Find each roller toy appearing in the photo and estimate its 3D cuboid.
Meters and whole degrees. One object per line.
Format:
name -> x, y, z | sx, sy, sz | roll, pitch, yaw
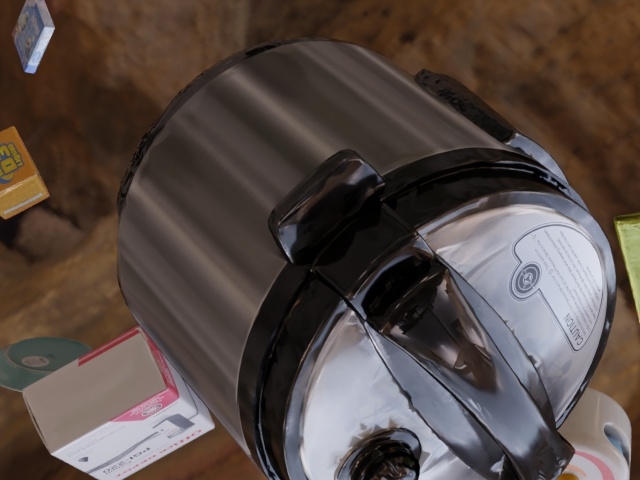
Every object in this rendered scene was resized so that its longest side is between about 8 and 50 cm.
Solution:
roller toy -> 0.399, 0.342, 2.254 | 0.146, 0.209, 0.191 | -73, 178, -50

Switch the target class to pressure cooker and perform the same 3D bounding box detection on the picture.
pressure cooker -> 0.053, 0.053, 1.246 | 0.370, 0.420, 0.375 | -3, 120, -34

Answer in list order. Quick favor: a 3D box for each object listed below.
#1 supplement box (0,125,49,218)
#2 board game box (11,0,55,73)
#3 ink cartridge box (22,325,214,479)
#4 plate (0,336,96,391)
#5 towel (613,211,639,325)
supplement box -> -0.417, -0.088, 1.873 | 0.080, 0.078, 0.233 | -27, 179, -7
board game box -> -0.436, -0.317, 2.123 | 0.020, 0.090, 0.090 | 6, 132, -35
ink cartridge box -> -0.234, 0.201, 1.661 | 0.158, 0.092, 0.218 | -29, 160, 0
plate -> -0.385, 0.172, 2.000 | 0.188, 0.188, 0.024 | -49, 148, -68
towel -> 0.411, 0.057, 1.622 | 0.102, 0.237, 0.021 | -10, -141, 17
